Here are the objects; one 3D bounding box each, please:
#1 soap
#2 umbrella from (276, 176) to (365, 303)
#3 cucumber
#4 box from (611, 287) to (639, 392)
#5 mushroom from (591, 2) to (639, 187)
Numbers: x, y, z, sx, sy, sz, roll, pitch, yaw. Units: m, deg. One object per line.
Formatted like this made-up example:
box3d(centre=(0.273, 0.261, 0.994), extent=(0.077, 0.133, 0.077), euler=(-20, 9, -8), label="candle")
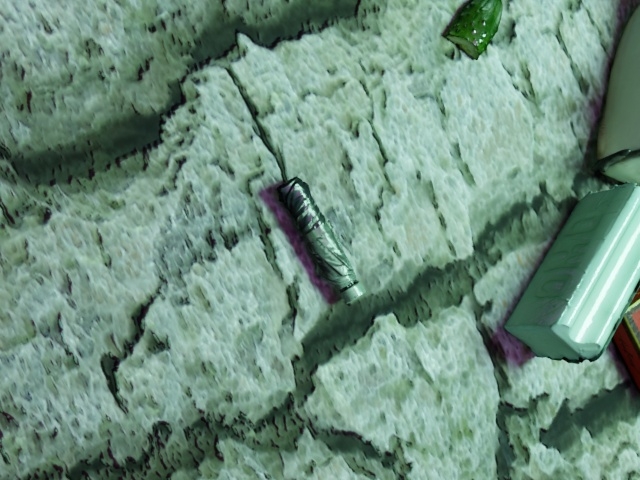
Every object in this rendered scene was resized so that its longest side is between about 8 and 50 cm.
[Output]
box3d(centre=(0.388, 0.045, 1.418), extent=(0.094, 0.150, 0.261), euler=(38, 74, -18), label="soap")
box3d(centre=(0.000, 0.000, 1.331), extent=(0.046, 0.050, 0.188), euler=(-38, 100, -39), label="umbrella")
box3d(centre=(0.238, -0.326, 1.444), extent=(0.067, 0.035, 0.107), euler=(36, 74, -14), label="cucumber")
box3d(centre=(0.566, 0.115, 1.525), extent=(0.240, 0.074, 0.153), euler=(-31, 102, -19), label="box")
box3d(centre=(0.646, -0.195, 1.506), extent=(0.397, 0.224, 0.313), euler=(21, 65, -18), label="mushroom")
